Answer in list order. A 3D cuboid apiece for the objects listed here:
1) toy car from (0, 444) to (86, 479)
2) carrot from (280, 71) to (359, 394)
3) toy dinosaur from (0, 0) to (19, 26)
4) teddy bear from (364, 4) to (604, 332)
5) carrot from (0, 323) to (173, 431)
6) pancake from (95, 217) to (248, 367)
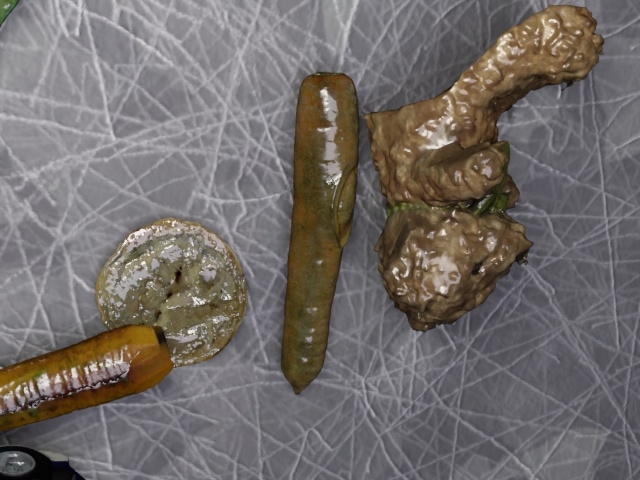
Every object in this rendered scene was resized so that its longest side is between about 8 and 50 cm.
[{"bbox_3d":[-0.367,0.287,1.556,0.301,0.118,0.193,-2,115,-17],"label":"toy car"},{"bbox_3d":[-0.001,0.000,1.611,0.070,0.070,0.342,0,107,-17],"label":"carrot"},{"bbox_3d":[-0.305,-0.102,1.473,0.301,0.087,0.447,-26,130,-15],"label":"toy dinosaur"},{"bbox_3d":[0.168,-0.067,1.556,0.296,0.246,0.222,-29,86,3],"label":"teddy bear"},{"bbox_3d":[-0.272,0.139,1.557,0.260,0.070,0.070,-15,110,-4],"label":"carrot"},{"bbox_3d":[-0.146,0.053,1.601,0.158,0.028,0.158,-4,108,-12],"label":"pancake"}]
